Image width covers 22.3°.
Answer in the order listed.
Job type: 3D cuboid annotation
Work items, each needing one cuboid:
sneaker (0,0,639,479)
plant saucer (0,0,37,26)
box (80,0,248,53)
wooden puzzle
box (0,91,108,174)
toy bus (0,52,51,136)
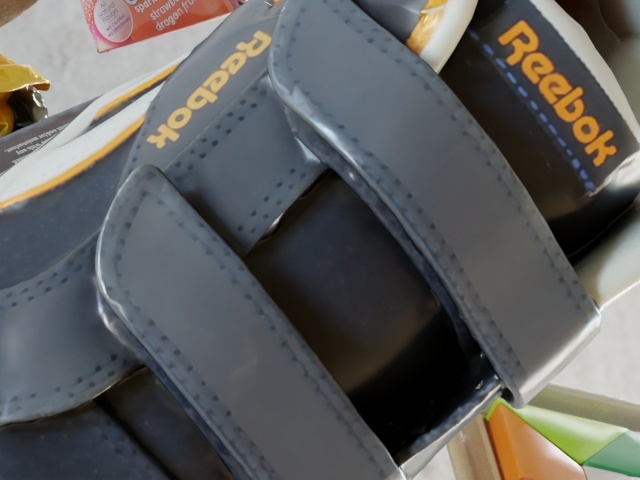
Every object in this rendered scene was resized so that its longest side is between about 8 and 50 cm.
[{"bbox_3d":[0.000,0.000,0.412,0.126,0.127,0.321,51,56,-22],"label":"sneaker"},{"bbox_3d":[-0.239,-0.214,1.009,0.036,0.198,0.199,63,12,-66],"label":"plant saucer"},{"bbox_3d":[-0.056,-0.263,1.287,0.300,0.154,0.142,-33,108,-52],"label":"box"},{"bbox_3d":[0.194,0.180,1.048,0.221,0.044,0.239,14,35,-17],"label":"wooden puzzle"},{"bbox_3d":[-0.165,0.067,1.239,0.312,0.179,0.343,27,35,25],"label":"box"},{"bbox_3d":[-0.372,-0.119,1.446,0.211,0.220,0.149,51,34,18],"label":"toy bus"}]
